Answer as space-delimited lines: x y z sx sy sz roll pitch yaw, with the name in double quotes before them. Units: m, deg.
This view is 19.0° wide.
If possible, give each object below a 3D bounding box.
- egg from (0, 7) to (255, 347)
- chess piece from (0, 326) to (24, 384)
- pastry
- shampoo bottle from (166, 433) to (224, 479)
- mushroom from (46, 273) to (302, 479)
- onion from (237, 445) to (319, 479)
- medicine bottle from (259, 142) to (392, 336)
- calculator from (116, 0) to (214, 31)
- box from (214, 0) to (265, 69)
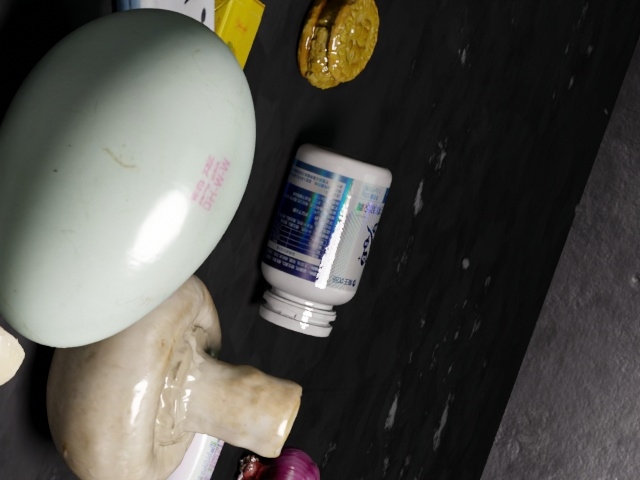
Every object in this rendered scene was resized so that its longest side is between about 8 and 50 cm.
"egg" -0.153 -0.045 1.406 0.264 0.183 0.183 -62 162 -2
"chess piece" -0.317 0.138 1.224 0.261 0.142 0.143 -57 159 -17
"pastry" 0.016 -0.208 1.959 0.097 0.057 0.109 -22 127 -61
"shampoo bottle" -0.132 0.226 1.988 0.072 0.043 0.099 43 67 -72
"mushroom" -0.138 0.136 1.643 0.206 0.209 0.206 -41 168 -11
"onion" -0.056 0.287 2.215 0.104 0.115 0.115 44 57 -22
"medicine bottle" 0.000 0.000 2.039 0.107 0.107 0.191 1 107 -72
"calculator" -0.126 -0.174 1.588 0.121 0.039 0.210 -52 156 -42
"box" -0.096 -0.153 1.731 0.155 0.023 0.087 -70 160 -1
